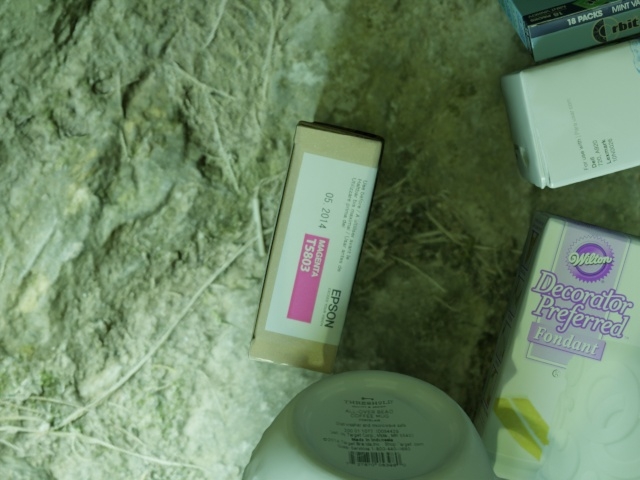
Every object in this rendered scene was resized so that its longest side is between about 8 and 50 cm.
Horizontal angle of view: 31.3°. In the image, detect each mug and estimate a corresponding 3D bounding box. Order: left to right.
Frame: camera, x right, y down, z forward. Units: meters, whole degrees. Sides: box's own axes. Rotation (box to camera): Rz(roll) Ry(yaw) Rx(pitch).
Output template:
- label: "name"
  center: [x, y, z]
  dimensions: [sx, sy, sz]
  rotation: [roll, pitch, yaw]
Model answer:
- label: "mug"
  center: [0.089, 0.310, 1.090]
  dimensions: [0.374, 0.276, 0.328]
  rotation: [9, 120, 7]

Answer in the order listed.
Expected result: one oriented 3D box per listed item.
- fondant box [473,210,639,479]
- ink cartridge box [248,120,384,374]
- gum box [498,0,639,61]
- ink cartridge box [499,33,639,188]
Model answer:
- label: "fondant box"
  center: [0.303, 0.158, 1.209]
  dimensions: [0.238, 0.096, 0.330]
  rotation: [15, 96, 2]
- label: "ink cartridge box"
  center: [0.000, 0.000, 1.158]
  dimensions: [0.088, 0.193, 0.234]
  rotation: [13, 97, 1]
- label: "gum box"
  center: [0.263, -0.245, 1.122]
  dimensions: [0.157, 0.184, 0.041]
  rotation: [-15, 119, 4]
- label: "ink cartridge box"
  center: [0.329, -0.146, 1.119]
  dimensions: [0.278, 0.201, 0.117]
  rotation: [-15, 95, 5]
